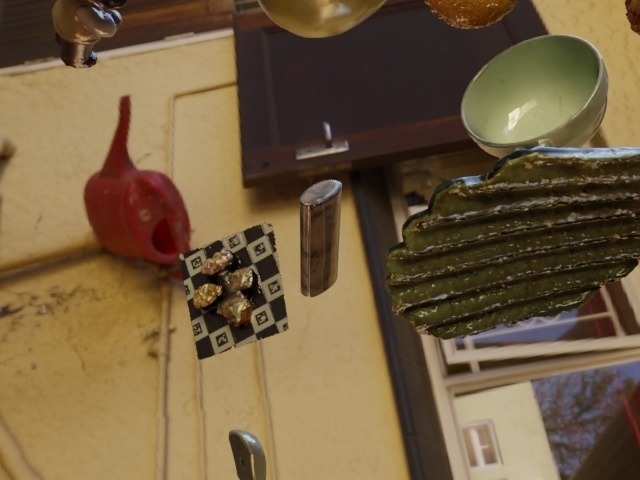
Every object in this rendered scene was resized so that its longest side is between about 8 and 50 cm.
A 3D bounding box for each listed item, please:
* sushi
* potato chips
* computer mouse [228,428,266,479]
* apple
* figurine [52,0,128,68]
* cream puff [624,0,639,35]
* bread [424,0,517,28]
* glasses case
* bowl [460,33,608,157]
[{"bbox_3d":[-0.158,0.078,1.212,0.040,0.192,0.210,44,29,-60],"label":"sushi"},{"bbox_3d":[0.302,0.008,1.034,0.358,0.429,0.070,78,1,-46],"label":"potato chips"},{"bbox_3d":[-0.158,0.503,1.625,0.089,0.056,0.182,20,-55,47],"label":"computer mouse"},{"bbox_3d":[0.004,-0.466,1.171,0.262,0.262,0.262,-10,90,-89],"label":"apple"},{"bbox_3d":[-0.419,-0.484,1.321,0.365,0.206,0.218,106,-22,-60],"label":"figurine"},{"bbox_3d":[0.941,-0.631,1.925,0.164,0.240,0.240,107,-24,-61],"label":"cream puff"},{"bbox_3d":[0.314,-0.563,1.533,0.139,0.239,0.240,134,-54,-76],"label":"bread"},{"bbox_3d":[0.000,0.000,1.633,0.060,0.114,0.299,35,-36,29],"label":"glasses case"},{"bbox_3d":[0.474,-0.282,1.527,0.163,0.307,0.307,41,28,-40],"label":"bowl"}]
